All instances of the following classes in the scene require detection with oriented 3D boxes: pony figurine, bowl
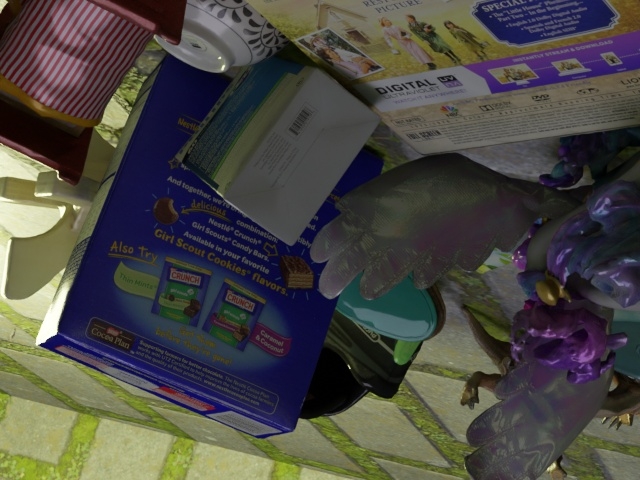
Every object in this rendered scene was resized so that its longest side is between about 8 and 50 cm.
[{"bbox_3d":[0.221,0.013,1.253,0.302,0.351,0.363,57,156,-4],"label":"pony figurine"},{"bbox_3d":[-0.094,-0.197,1.262,0.170,0.080,0.170,23,165,7],"label":"bowl"}]

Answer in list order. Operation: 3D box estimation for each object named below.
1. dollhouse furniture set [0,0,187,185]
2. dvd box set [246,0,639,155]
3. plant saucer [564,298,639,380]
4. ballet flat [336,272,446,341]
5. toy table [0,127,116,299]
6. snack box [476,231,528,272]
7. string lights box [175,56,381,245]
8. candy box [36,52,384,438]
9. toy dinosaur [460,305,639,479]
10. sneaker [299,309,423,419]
[{"bbox_3d":[-0.299,-0.222,1.124,0.374,0.152,0.201,25,137,-16],"label":"dollhouse furniture set"},{"bbox_3d":[0.074,-0.207,1.073,0.308,0.062,0.420,-7,147,43],"label":"dvd box set"},{"bbox_3d":[0.438,0.129,1.784,0.318,0.043,0.317,16,161,5],"label":"plant saucer"},{"bbox_3d":[0.000,0.000,1.716,0.342,0.116,0.124,25,-156,4],"label":"ballet flat"},{"bbox_3d":[-0.269,-0.047,1.677,0.161,0.252,0.274,11,163,-27],"label":"toy table"},{"bbox_3d":[0.150,-0.013,1.656,0.141,0.037,0.100,24,161,-15],"label":"snack box"},{"bbox_3d":[-0.046,-0.091,1.314,0.077,0.133,0.260,35,-179,-17],"label":"string lights box"},{"bbox_3d":[-0.109,0.009,1.524,0.268,0.317,0.122,26,162,-18],"label":"candy box"},{"bbox_3d":[0.317,0.185,1.968,0.296,0.200,0.127,35,130,22],"label":"toy dinosaur"},{"bbox_3d":[-0.042,0.141,2.022,0.185,0.202,0.483,29,159,-28],"label":"sneaker"}]
